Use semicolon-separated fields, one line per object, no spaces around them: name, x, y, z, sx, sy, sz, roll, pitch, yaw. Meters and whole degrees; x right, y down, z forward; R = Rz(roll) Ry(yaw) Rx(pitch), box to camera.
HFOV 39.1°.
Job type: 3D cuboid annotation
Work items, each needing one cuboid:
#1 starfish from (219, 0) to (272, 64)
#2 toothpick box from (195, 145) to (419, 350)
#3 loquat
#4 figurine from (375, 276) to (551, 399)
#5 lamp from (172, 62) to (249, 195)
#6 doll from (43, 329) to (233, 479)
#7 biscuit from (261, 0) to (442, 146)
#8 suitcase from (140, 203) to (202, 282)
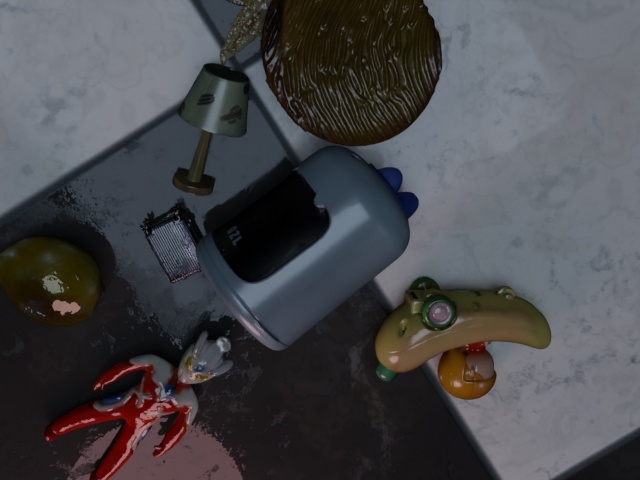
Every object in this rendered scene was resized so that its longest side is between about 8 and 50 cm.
starfish;-0.086;-0.438;1.503;0.295;0.048;0.231;-35;103;1
toothpick box;0.000;0.000;1.523;0.355;0.263;0.263;-38;103;4
loquat;-0.466;0.068;1.543;0.195;0.152;0.152;19;101;-16
figurine;0.261;0.188;1.636;0.325;0.124;0.222;1;103;-8
lamp;-0.187;-0.186;1.522;0.121;0.121;0.214;15;114;-7
doll;-0.311;0.292;1.636;0.384;0.099;0.188;-39;102;8
biscuit;0.055;-0.314;1.496;0.318;0.040;0.317;0;89;-18
suitcase;-0.254;0.008;1.587;0.086;0.059;0.126;-26;103;4
